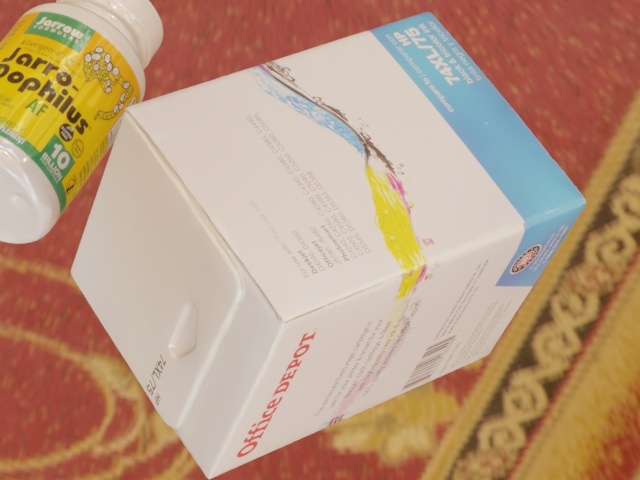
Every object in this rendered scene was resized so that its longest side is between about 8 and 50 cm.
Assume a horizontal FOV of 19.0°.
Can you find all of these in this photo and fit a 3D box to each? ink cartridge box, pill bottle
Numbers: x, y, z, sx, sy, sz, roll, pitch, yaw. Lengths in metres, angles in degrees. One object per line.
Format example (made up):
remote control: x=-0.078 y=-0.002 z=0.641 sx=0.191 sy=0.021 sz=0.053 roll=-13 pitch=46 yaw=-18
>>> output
ink cartridge box: x=0.000 y=0.000 z=1.353 sx=0.197 sy=0.270 sz=0.198 roll=54 pitch=144 yaw=22
pill bottle: x=-0.207 y=-0.108 z=1.476 sx=0.117 sy=0.208 sz=0.117 roll=21 pitch=144 yaw=16
